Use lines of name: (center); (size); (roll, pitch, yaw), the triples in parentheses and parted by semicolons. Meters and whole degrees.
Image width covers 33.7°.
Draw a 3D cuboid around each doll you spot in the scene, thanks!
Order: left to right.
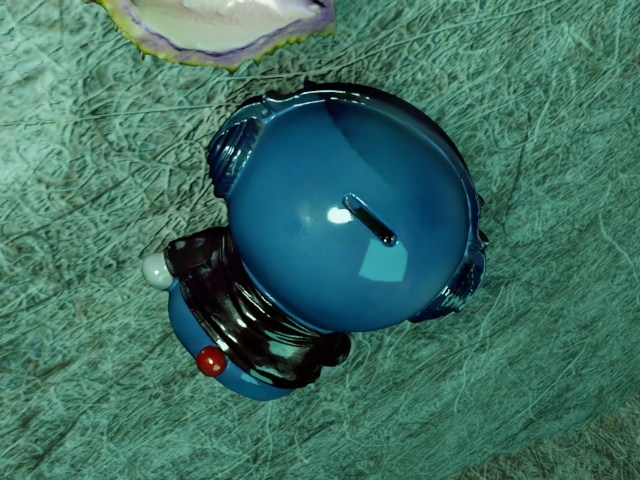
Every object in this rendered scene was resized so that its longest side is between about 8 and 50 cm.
doll: (0.000, 0.000, 0.998); (0.310, 0.284, 0.240); (-47, -169, 16)

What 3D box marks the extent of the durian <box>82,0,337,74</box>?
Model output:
durian: (-0.084, -0.252, 0.664); (0.191, 0.112, 0.341); (-17, 141, -9)
